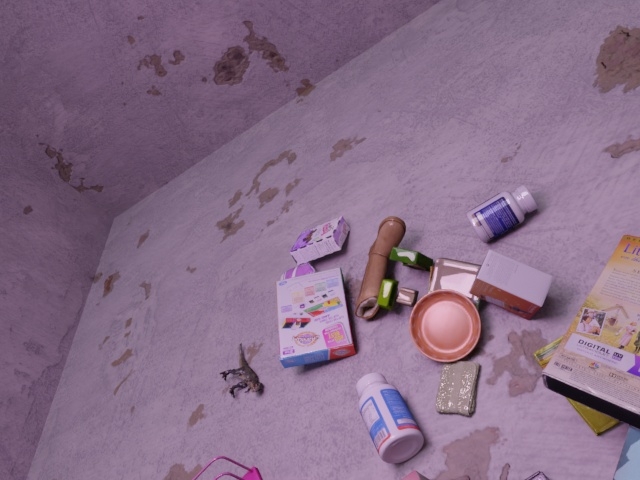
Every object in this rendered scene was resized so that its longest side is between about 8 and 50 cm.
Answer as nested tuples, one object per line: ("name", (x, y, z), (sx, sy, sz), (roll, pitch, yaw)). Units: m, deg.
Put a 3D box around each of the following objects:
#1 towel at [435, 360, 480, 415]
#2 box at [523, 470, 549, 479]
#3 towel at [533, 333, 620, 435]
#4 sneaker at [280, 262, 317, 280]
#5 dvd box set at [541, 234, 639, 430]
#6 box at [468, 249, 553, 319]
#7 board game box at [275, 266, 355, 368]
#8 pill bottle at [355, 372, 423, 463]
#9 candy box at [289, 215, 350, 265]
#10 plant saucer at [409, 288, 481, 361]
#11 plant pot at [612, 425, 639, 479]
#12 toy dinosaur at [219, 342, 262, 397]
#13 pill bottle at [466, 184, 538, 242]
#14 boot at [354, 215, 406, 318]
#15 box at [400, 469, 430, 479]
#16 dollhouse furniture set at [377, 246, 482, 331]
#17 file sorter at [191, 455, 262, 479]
("towel", (0.360, 0.386, 1.386), (0.110, 0.027, 0.148), (-9, 49, 39))
("box", (0.437, 0.611, 1.084), (0.184, 0.045, 0.191), (-35, 37, 9))
("towel", (0.603, 0.326, 1.218), (0.102, 0.021, 0.237), (-38, 37, 10))
("sneaker", (-0.066, 0.188, 1.919), (0.161, 0.102, 0.282), (-27, 40, 18))
("dvd box set", (0.679, 0.179, 1.035), (0.307, 0.062, 0.420), (19, 56, 41))
("box", (0.493, 0.117, 1.372), (0.170, 0.130, 0.091), (25, 71, 17))
("board game box", (-0.023, 0.252, 1.759), (0.242, 0.064, 0.317), (-12, 48, 6))
("pill bottle", (0.175, 0.465, 1.406), (0.124, 0.124, 0.222), (-38, 37, 8))
("candy box", (0.000, 0.000, 2.013), (0.196, 0.070, 0.165), (-22, 20, 26))
("plant saucer", (0.347, 0.236, 1.460), (0.199, 0.037, 0.200), (-8, 72, 26))
("plant pot", (0.672, 0.446, 0.931), (0.234, 0.165, 0.166), (12, 64, 42))
("toy dinosaur", (-0.287, 0.484, 1.880), (0.118, 0.064, 0.268), (-33, 35, -8))
("pill bottle", (0.548, -0.084, 1.585), (0.186, 0.112, 0.112), (-32, 39, 17))
("boot", (0.195, 0.088, 1.693), (0.236, 0.089, 0.270), (108, -179, -48))
("box", (0.185, 0.668, 1.199), (0.232, 0.127, 0.149), (-40, 37, 6))
("dollhouse furniture set", (0.351, 0.151, 1.589), (0.301, 0.151, 0.198), (12, 84, 29))
("file sorter", (-0.255, 0.785, 1.459), (0.202, 0.182, 0.290), (-45, 37, 0))
